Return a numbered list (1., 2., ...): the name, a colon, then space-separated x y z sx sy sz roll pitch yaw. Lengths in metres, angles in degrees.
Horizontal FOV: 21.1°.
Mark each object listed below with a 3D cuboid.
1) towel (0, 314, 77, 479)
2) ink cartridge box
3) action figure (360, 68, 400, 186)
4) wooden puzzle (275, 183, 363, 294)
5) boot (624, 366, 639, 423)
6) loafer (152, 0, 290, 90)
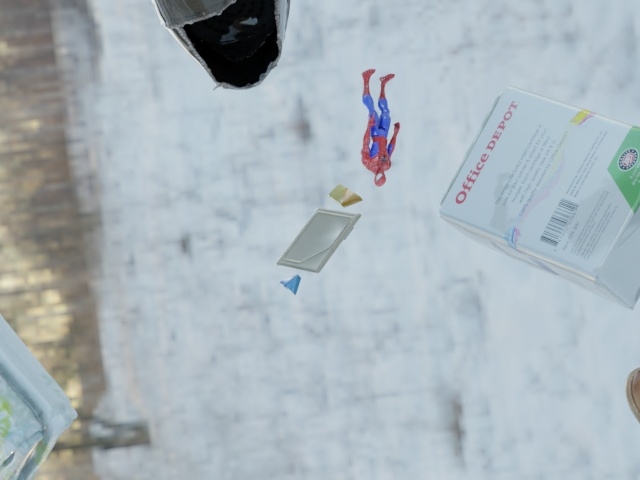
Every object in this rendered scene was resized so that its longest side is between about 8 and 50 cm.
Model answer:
1. towel: -0.413 0.103 1.763 0.374 0.090 0.320 48 148 4
2. ink cartridge box: 0.242 -0.046 1.680 0.212 0.093 0.154 25 83 41
3. action figure: 0.056 -0.107 1.643 0.030 0.038 0.115 -16 68 50
4. wooden puzzle: 0.000 0.000 1.524 0.014 0.116 0.078 47 165 -27
5. boot: 0.367 0.152 1.494 0.073 0.197 0.152 -52 -11 -23
6. loafer: -0.082 -0.228 1.250 0.366 0.134 0.130 57 -167 -64
